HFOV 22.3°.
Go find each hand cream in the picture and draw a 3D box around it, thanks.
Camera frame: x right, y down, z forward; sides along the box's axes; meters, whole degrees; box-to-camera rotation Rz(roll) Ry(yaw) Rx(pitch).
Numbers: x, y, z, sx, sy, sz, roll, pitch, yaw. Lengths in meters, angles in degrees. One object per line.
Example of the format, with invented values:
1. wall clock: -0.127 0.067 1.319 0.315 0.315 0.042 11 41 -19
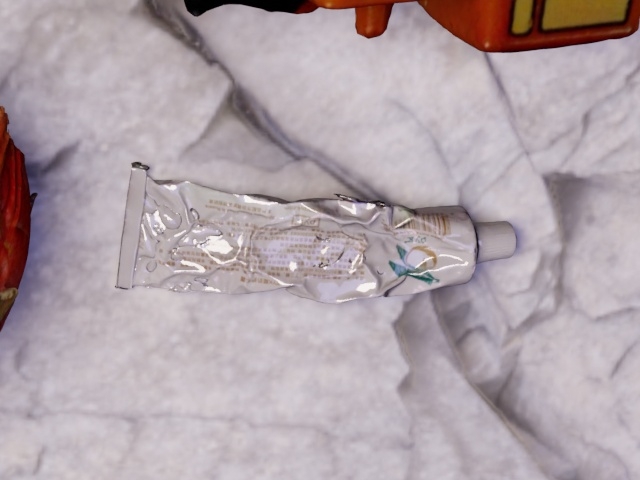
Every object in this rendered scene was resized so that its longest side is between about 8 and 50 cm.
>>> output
1. hand cream: 0.001 0.001 1.034 0.257 0.050 0.084 3 109 -10

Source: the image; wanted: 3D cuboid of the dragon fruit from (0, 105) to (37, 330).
1. dragon fruit: -0.277 0.002 0.882 0.252 0.241 0.240 -22 110 -18

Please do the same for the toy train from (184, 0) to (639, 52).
1. toy train: 0.067 -0.220 0.901 0.369 0.163 0.231 -9 120 -20
